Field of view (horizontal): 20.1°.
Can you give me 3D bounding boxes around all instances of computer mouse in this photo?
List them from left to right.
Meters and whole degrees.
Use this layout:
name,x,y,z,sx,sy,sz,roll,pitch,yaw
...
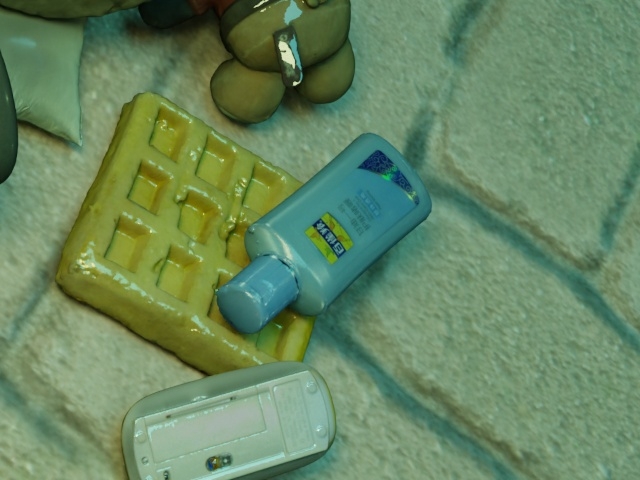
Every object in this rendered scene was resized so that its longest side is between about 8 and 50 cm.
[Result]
name,x,y,z,sx,sy,sz,roll,pitch,yaw
computer mouse,-0.080,0.167,1.562,0.199,0.045,0.102,-15,94,-26

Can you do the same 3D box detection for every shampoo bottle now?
name,x,y,z,sx,sy,sz,roll,pitch,yaw
shampoo bottle,0.000,0.000,1.646,0.104,0.061,0.258,51,48,-2

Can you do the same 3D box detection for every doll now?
name,x,y,z,sx,sy,sz,roll,pitch,yaw
doll,-0.076,-0.283,1.748,0.235,0.174,0.330,-22,79,-27

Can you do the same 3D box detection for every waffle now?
name,x,y,z,sx,sy,sz,roll,pitch,yaw
waffle,-0.102,0.006,1.648,0.248,0.055,0.221,31,50,-19

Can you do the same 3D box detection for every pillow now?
name,x,y,z,sx,sy,sz,roll,pitch,yaw
pillow,-0.317,-0.163,1.582,0.254,0.078,0.144,4,75,-33

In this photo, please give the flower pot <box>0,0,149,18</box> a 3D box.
name,x,y,z,sx,sy,sz,roll,pitch,yaw
flower pot,-0.216,-0.387,1.565,0.294,0.293,0.330,9,59,-31

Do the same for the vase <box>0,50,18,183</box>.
name,x,y,z,sx,sy,sz,roll,pitch,yaw
vase,-0.411,-0.084,1.395,0.321,0.173,0.173,-19,77,-24
